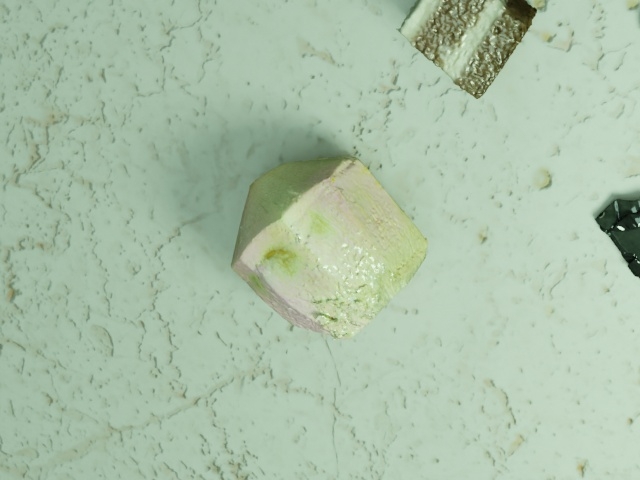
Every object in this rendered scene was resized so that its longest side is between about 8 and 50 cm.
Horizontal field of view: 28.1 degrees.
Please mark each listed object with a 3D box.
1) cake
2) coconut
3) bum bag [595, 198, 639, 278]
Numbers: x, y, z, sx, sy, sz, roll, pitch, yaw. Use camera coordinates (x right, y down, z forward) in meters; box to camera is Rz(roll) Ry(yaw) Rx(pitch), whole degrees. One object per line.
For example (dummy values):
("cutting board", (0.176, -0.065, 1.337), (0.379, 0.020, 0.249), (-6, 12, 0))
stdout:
("cake", (0.191, -0.284, 1.680), (0.147, 0.135, 0.134), (32, 113, 0))
("coconut", (0.000, 0.000, 1.763), (0.233, 0.233, 0.245), (-42, 98, 20))
("bum bag", (0.463, 0.025, 1.766), (0.087, 0.049, 0.198), (-33, 98, 24))
